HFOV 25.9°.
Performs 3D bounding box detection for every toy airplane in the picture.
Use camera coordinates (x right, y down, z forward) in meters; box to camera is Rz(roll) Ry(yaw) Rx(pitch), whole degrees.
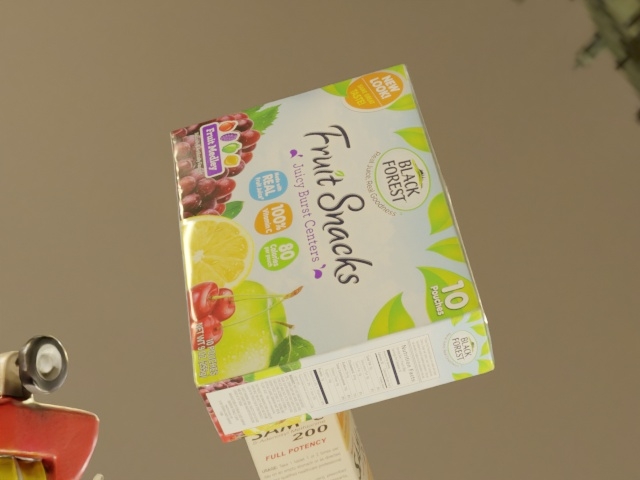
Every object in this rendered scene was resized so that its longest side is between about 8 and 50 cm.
[{"bbox_3d":[-0.392,0.263,1.323,0.386,0.384,0.272,-165,64,-79],"label":"toy airplane"}]

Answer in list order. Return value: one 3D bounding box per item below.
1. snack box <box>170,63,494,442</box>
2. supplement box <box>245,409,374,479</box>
[{"bbox_3d":[0.000,0.000,0.519,0.141,0.100,0.037,-102,-4,-47],"label":"snack box"},{"bbox_3d":[0.002,0.098,0.541,0.062,0.036,0.098,-92,-16,-74],"label":"supplement box"}]
